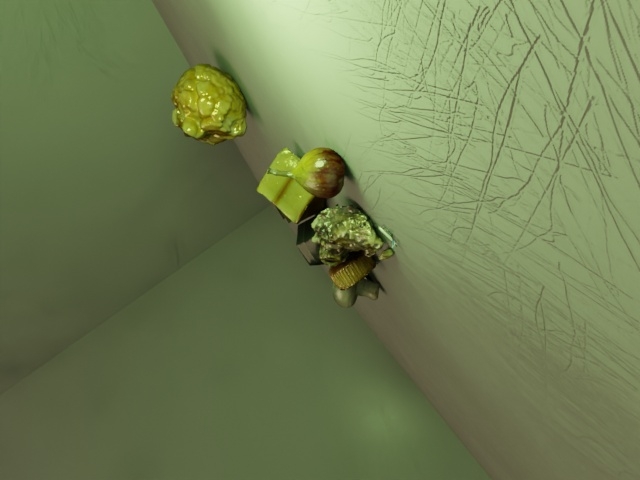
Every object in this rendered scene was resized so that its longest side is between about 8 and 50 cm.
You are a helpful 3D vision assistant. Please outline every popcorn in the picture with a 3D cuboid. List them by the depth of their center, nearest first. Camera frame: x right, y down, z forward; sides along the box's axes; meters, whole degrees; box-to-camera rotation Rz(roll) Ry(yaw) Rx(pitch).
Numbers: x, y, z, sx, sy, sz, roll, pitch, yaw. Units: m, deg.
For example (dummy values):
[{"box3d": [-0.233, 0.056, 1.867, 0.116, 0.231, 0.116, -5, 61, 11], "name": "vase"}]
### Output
[{"box3d": [-0.509, -0.633, 1.878, 0.354, 0.344, 0.390, -53, 39, 42], "name": "popcorn"}]

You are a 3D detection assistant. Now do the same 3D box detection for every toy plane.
[{"box3d": [0.207, -0.015, 1.231, 0.084, 0.024, 0.078, 58, 180, 22], "name": "toy plane"}]

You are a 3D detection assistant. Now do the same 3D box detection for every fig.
[{"box3d": [-0.031, -0.219, 1.223, 0.230, 0.143, 0.160, 23, 171, 12], "name": "fig"}]

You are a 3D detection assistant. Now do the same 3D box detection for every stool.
[{"box3d": [0.000, 0.000, 1.853, 0.232, 0.141, 0.232, 32, -133, -42], "name": "stool"}]

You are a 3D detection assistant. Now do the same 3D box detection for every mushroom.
[{"box3d": [0.175, 0.211, 1.940, 0.244, 0.243, 0.243, 53, 173, 9], "name": "mushroom"}]

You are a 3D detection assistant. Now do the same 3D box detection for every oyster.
[{"box3d": [0.091, -0.006, 1.428, 0.351, 0.115, 0.238, 3, 133, 51], "name": "oyster"}]

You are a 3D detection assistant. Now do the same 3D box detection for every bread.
[{"box3d": [0.127, 0.109, 1.662, 0.104, 0.199, 0.199, 55, 173, -8], "name": "bread"}, {"box3d": [-0.071, -0.239, 1.751, 0.233, 0.245, 0.361, 40, -159, 9], "name": "bread"}]

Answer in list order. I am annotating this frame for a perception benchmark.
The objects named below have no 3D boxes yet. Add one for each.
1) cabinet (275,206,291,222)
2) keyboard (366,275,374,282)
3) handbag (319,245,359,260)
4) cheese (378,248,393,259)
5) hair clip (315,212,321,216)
[{"box3d": [-0.194, -0.237, 2.340, 0.215, 0.148, 0.175, 60, 172, -16], "name": "cabinet"}, {"box3d": [0.214, 0.157, 2.061, 0.204, 0.013, 0.061, 51, 172, 25], "name": "keyboard"}, {"box3d": [0.065, -0.012, 1.653, 0.169, 0.155, 0.215, 58, 178, -10], "name": "handbag"}, {"box3d": [0.220, 0.047, 1.370, 0.083, 0.044, 0.030, 78, 171, -79], "name": "cheese"}, {"box3d": [0.071, -0.040, 1.991, 0.275, 0.048, 0.083, 51, 173, -17], "name": "hair clip"}]
